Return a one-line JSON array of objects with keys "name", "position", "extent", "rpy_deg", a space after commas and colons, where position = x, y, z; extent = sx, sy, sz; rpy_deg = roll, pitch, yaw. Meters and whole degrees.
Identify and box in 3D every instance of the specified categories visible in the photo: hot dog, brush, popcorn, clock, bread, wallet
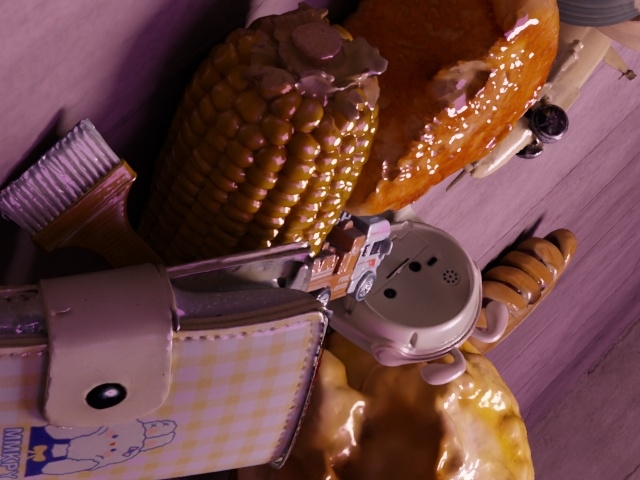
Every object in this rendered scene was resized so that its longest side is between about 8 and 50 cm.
[{"name": "hot dog", "position": [0.087, -0.139, 1.346], "extent": [0.257, 0.150, 0.153], "rpy_deg": [-50, 162, 28]}, {"name": "brush", "position": [-0.129, 0.010, 1.155], "extent": [0.082, 0.010, 0.218], "rpy_deg": [-40, 133, 0]}, {"name": "popcorn", "position": [0.070, 0.274, 1.855], "extent": [0.354, 0.344, 0.390], "rpy_deg": [-33, 150, -31]}, {"name": "clock", "position": [0.086, 0.048, 1.670], "extent": [0.151, 0.191, 0.062], "rpy_deg": [-41, 162, -28]}, {"name": "bread", "position": [0.261, 0.072, 2.369], "extent": [0.225, 0.081, 0.134], "rpy_deg": [-42, 167, -32]}, {"name": "wallet", "position": [-0.157, 0.103, 1.157], "extent": [0.309, 0.077, 0.223], "rpy_deg": [-6, 143, -22]}]

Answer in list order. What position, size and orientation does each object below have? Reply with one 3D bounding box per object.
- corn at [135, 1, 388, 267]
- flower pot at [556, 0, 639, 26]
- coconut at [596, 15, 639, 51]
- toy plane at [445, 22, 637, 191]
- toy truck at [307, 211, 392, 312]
[{"name": "corn", "position": [-0.068, -0.008, 1.255], "extent": [0.144, 0.144, 0.387], "rpy_deg": [-32, 160, -46]}, {"name": "flower pot", "position": [0.231, -0.276, 1.402], "extent": [0.189, 0.157, 0.243], "rpy_deg": [-45, 161, -12]}, {"name": "coconut", "position": [0.326, -0.274, 1.584], "extent": [0.224, 0.224, 0.224], "rpy_deg": [-44, 163, -18]}, {"name": "toy plane", "position": [0.228, -0.152, 1.782], "extent": [0.256, 0.104, 0.242], "rpy_deg": [-39, 176, -14]}, {"name": "toy truck", "position": [-0.001, -0.001, 1.547], "extent": [0.177, 0.080, 0.115], "rpy_deg": [-15, 133, -60]}]
